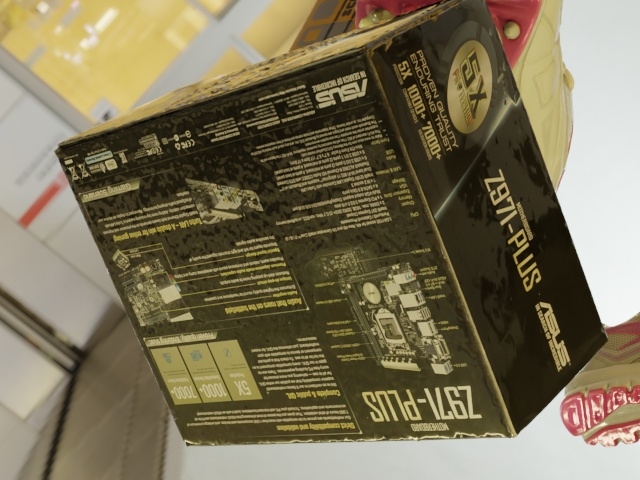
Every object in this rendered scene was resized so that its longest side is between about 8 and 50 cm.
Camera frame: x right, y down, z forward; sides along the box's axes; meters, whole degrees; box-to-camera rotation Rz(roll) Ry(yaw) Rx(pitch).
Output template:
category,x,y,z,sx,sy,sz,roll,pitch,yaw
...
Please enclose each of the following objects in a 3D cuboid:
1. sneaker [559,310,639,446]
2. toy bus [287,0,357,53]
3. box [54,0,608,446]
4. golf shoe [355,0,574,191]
category,x,y,z,sx,sy,sz,roll,pitch,yaw
sneaker,0.328,0.096,1.050,0.252,0.103,0.111,-6,-135,10
toy bus,0.026,-0.124,1.106,0.130,0.108,0.332,0,-127,40
box,0.000,0.000,0.493,0.180,0.147,0.077,-11,-164,43
golf shoe,0.095,-0.101,0.721,0.140,0.115,0.306,-29,136,-44
